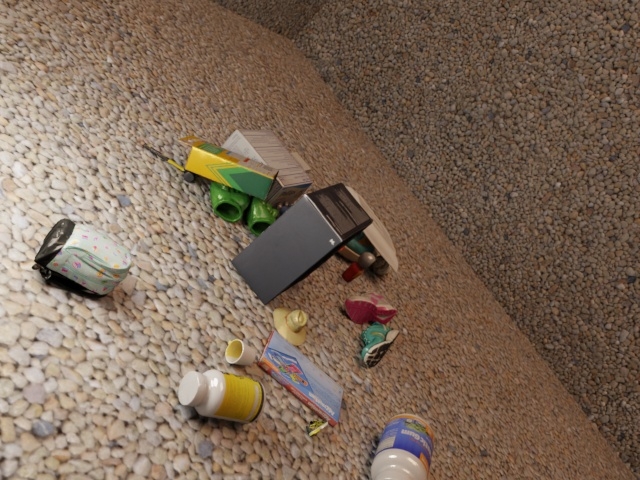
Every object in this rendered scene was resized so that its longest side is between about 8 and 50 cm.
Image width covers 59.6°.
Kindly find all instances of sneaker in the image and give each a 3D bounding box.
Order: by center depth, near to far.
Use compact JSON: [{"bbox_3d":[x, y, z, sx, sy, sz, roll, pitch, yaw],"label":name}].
[{"bbox_3d":[-0.009,0.489,1.484,0.035,0.031,0.083,54,25,14],"label":"sneaker"},{"bbox_3d":[0.187,0.358,1.955,0.110,0.107,0.275,32,17,13],"label":"sneaker"},{"bbox_3d":[0.170,0.241,2.078,0.252,0.103,0.111,20,26,-45],"label":"sneaker"}]

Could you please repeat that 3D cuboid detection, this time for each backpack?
[{"bbox_3d":[-0.514,0.042,1.228,0.182,0.115,0.151,38,23,-27],"label":"backpack"}]

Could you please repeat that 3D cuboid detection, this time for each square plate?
[{"bbox_3d":[0.222,-0.064,2.406,0.344,0.049,0.347,51,13,-20],"label":"square plate"}]

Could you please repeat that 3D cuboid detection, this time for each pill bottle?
[{"bbox_3d":[-0.221,0.349,1.260,0.184,0.103,0.103,27,32,-39],"label":"pill bottle"},{"bbox_3d":[0.224,0.613,1.537,0.152,0.152,0.272,48,24,0],"label":"pill bottle"}]

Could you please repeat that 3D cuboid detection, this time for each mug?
[{"bbox_3d":[-0.201,0.287,1.441,0.064,0.062,0.078,35,33,-44],"label":"mug"}]

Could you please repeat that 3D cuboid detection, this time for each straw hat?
[{"bbox_3d":[-0.074,0.246,1.705,0.145,0.061,0.144,36,27,-22],"label":"straw hat"}]

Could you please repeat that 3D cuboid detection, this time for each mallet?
[{"bbox_3d":[-0.488,-0.252,1.808,0.190,0.039,0.062,29,27,-27],"label":"mallet"}]

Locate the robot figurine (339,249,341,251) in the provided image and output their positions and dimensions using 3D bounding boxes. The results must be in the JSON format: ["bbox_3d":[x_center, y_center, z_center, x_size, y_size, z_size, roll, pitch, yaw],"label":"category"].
[{"bbox_3d":[0.002,0.001,2.112,0.219,0.158,0.128,-67,140,-64],"label":"robot figurine"}]

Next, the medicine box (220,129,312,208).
[{"bbox_3d":[-0.213,-0.274,2.144,0.289,0.149,0.263,52,25,7],"label":"medicine box"}]

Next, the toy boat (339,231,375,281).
[{"bbox_3d":[0.138,0.025,2.273,0.268,0.148,0.318,33,28,-30],"label":"toy boat"}]

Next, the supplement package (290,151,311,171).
[{"bbox_3d":[-0.138,-0.298,2.354,0.105,0.105,0.179,51,25,6],"label":"supplement package"}]

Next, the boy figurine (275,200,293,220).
[{"bbox_3d":[-0.017,-0.097,2.064,0.286,0.092,0.177,7,11,21],"label":"boy figurine"}]

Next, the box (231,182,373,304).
[{"bbox_3d":[-0.050,0.001,1.765,0.179,0.343,0.312,51,24,4],"label":"box"}]

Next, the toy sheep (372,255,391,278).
[{"bbox_3d":[0.268,0.110,2.436,0.132,0.091,0.091,53,17,-38],"label":"toy sheep"}]

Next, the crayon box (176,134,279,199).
[{"bbox_3d":[-0.308,-0.243,1.839,0.323,0.083,0.203,22,14,-4],"label":"crayon box"}]

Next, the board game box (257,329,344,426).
[{"bbox_3d":[-0.049,0.387,1.576,0.281,0.027,0.145,43,23,-11],"label":"board game box"}]

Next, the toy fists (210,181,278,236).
[{"bbox_3d":[-0.256,-0.117,1.907,0.279,0.096,0.142,27,28,-35],"label":"toy fists"}]

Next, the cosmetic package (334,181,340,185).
[{"bbox_3d":[0.086,-0.144,2.496,0.127,0.107,0.238,41,22,-24],"label":"cosmetic package"}]
